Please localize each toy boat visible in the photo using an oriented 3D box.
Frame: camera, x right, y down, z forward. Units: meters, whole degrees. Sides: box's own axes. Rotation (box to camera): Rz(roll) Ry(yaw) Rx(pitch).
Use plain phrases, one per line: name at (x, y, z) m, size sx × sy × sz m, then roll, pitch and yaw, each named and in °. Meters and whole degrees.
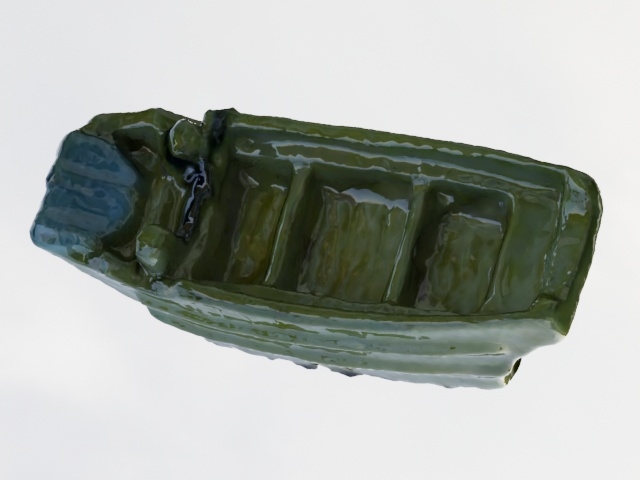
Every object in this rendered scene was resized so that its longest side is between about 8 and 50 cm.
toy boat at (0.001, 0.003, 0.923) m, size 0.084 × 0.276 × 0.111 m, roll 59°, pitch -135°, yaw -56°
